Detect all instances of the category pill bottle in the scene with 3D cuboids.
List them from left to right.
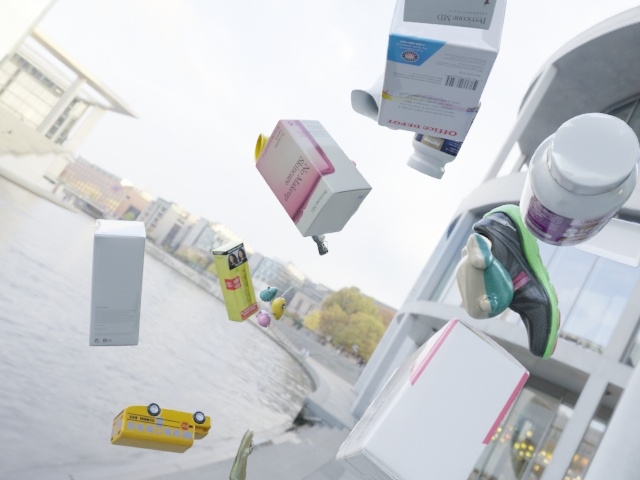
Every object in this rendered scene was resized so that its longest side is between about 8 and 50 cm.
[{"bbox_3d":[0.376,-0.334,1.585,0.153,0.264,0.153,20,16,-6],"label":"pill bottle"},{"bbox_3d":[0.459,-0.101,0.915,0.169,0.169,0.301,28,-5,22],"label":"pill bottle"}]

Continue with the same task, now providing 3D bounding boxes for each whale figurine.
[{"bbox_3d":[0.447,0.094,1.366,0.141,0.216,0.272,-11,-42,5],"label":"whale figurine"}]

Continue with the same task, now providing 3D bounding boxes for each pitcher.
[{"bbox_3d":[0.213,-0.387,1.371,0.178,0.207,0.125,47,-22,22],"label":"pitcher"}]

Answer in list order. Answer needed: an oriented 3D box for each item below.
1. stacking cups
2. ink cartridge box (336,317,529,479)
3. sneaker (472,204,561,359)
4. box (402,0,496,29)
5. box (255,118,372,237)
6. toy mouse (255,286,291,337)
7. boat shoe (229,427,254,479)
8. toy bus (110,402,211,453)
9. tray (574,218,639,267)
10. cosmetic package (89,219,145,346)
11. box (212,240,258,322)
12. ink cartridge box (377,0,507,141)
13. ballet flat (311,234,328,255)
[{"bbox_3d":[-0.040,-0.255,1.567,0.316,0.096,0.096,8,-3,-18],"label":"stacking cups"},{"bbox_3d":[0.138,0.252,0.714,0.117,0.207,0.283,37,-22,12],"label":"ink cartridge box"},{"bbox_3d":[0.604,0.133,1.585,0.202,0.482,0.185,-18,-19,16],"label":"sneaker"},{"bbox_3d":[0.150,-0.302,0.567,0.101,0.102,0.087,10,-37,11],"label":"box"},{"bbox_3d":[-0.021,-0.144,1.150,0.127,0.148,0.232,-10,56,-43],"label":"box"},{"bbox_3d":[-0.155,0.187,1.446,0.031,0.161,0.143,18,-1,-38],"label":"toy mouse"},{"bbox_3d":[-0.206,0.591,1.399,0.048,0.153,0.056,20,2,-3],"label":"boat shoe"},{"bbox_3d":[-0.561,0.674,1.821,0.333,0.108,0.130,24,38,-32],"label":"toy bus"},{"bbox_3d":[1.042,-0.003,1.808,0.030,0.145,0.270,18,7,-24],"label":"tray"},{"bbox_3d":[-0.651,0.131,1.626,0.155,0.365,0.197,4,16,-22],"label":"cosmetic package"},{"bbox_3d":[-0.254,0.124,1.531,0.058,0.087,0.232,4,-69,34],"label":"box"},{"bbox_3d":[0.240,-0.372,1.041,0.198,0.197,0.270,12,-23,7],"label":"ink cartridge box"},{"bbox_3d":[0.000,0.000,1.526,0.041,0.041,0.114,23,-32,40],"label":"ballet flat"}]
